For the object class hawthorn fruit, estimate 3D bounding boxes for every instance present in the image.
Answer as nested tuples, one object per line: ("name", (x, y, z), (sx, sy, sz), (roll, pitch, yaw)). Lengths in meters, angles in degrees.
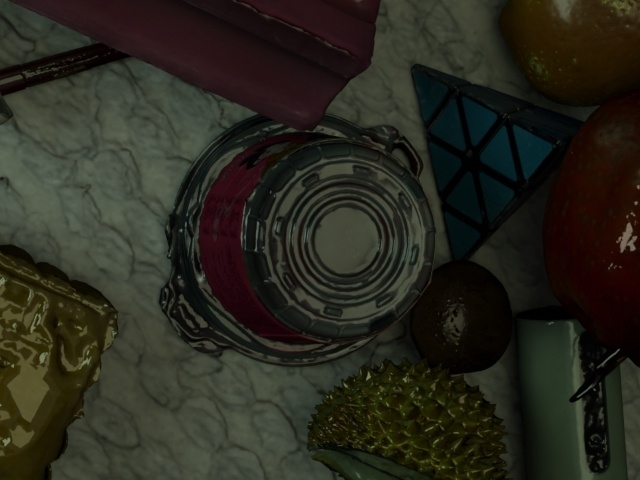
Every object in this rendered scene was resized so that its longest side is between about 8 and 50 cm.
("hawthorn fruit", (0.304, 0.017, 1.463), (0.254, 0.254, 0.300), (36, 90, -13))

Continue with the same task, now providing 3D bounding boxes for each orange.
("orange", (0.297, -0.248, 1.581), (0.237, 0.158, 0.179), (-46, 104, -11))

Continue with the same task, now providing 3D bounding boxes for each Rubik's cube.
("Rubik's cube", (0.220, -0.100, 1.556), (0.190, 0.178, 0.211), (-19, 97, -18))

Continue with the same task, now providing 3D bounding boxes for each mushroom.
("mushroom", (0.139, 0.078, 1.580), (0.127, 0.087, 0.127), (-1, 91, -47))

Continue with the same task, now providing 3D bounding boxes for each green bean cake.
("green bean cake", (-0.316, 0.110, 1.426), (0.229, 0.131, 0.224), (27, 85, -14))

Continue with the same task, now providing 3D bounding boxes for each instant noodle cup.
("instant noodle cup", (0.000, 0.000, 1.488), (0.258, 0.181, 0.302), (44, 80, -13))

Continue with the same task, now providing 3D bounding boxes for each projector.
("projector", (0.261, 0.237, 1.604), (0.108, 0.108, 0.338), (-5, 92, -16))

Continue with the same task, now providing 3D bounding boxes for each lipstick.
("lipstick", (-0.259, -0.163, 1.494), (0.176, 0.027, 0.027), (-19, 96, -16))

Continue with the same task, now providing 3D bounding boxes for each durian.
("durian", (0.113, 0.198, 1.526), (0.237, 0.193, 0.138), (43, 58, -31))

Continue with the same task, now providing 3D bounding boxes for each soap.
("soap", (-0.122, -0.275, 1.428), (0.359, 0.128, 0.233), (24, 47, -15))

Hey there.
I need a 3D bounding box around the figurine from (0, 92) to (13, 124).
("figurine", (-0.407, -0.159, 1.392), (0.141, 0.166, 0.250), (-42, 94, 1))
